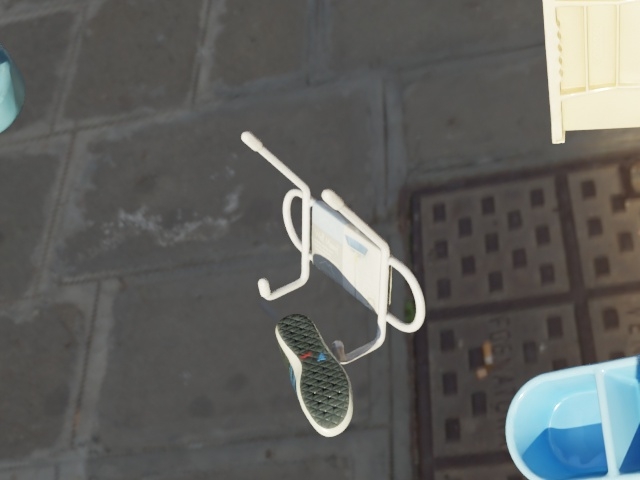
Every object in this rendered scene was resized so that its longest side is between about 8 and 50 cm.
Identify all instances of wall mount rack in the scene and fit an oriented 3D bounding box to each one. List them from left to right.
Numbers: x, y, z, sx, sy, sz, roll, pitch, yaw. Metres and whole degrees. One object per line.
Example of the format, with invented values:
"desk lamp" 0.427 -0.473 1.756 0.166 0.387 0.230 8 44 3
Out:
"wall mount rack" 0.000 0.000 1.481 0.130 0.304 0.350 -22 38 -29

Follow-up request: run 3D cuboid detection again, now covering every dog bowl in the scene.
"dog bowl" 0.347 0.212 1.188 0.297 0.074 0.166 -18 67 39

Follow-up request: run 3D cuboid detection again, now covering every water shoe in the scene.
"water shoe" -0.004 0.192 1.410 0.073 0.080 0.203 -17 49 -7

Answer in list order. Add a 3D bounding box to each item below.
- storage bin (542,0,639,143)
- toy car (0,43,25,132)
"storage bin" 0.268 -0.272 0.922 0.123 0.260 0.262 0 58 16
"toy car" -0.344 -0.147 0.627 0.238 0.219 0.210 -26 70 -7
